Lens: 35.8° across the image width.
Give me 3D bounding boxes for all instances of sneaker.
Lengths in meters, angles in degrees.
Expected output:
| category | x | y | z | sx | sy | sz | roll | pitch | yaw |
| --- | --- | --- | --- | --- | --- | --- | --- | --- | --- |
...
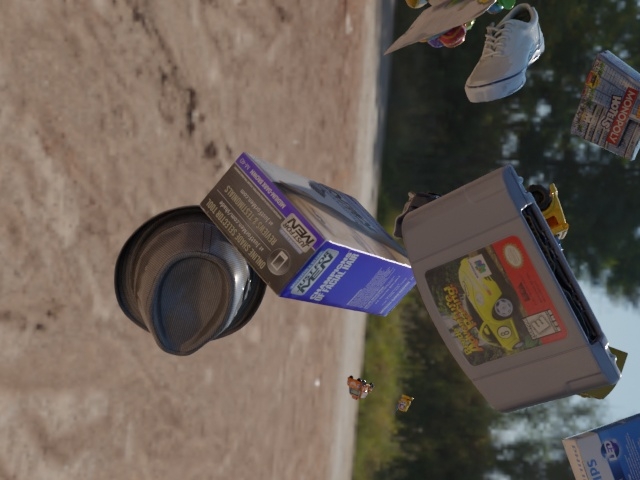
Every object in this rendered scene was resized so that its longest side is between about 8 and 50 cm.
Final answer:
| category | x | y | z | sx | sy | sz | roll | pitch | yaw |
| --- | --- | --- | --- | --- | --- | --- | --- | --- | --- |
| sneaker | 0.215 | -0.003 | 1.655 | 0.086 | 0.163 | 0.226 | -65 | 146 | -27 |
| sneaker | 0.286 | -0.301 | 1.576 | 0.258 | 0.094 | 0.091 | -53 | 129 | -49 |

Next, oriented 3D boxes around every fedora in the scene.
| category | x | y | z | sx | sy | sz | roll | pitch | yaw |
| --- | --- | --- | --- | --- | --- | --- | --- | --- | --- |
| fedora | -0.205 | 0.084 | 1.551 | 0.124 | 0.244 | 0.275 | -96 | -150 | -60 |

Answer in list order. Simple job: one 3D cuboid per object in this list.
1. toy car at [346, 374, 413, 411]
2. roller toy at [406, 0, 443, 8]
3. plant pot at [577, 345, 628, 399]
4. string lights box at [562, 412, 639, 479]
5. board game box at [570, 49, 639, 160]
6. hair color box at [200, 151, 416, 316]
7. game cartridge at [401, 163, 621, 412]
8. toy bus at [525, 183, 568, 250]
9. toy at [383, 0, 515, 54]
| category | x | y | z | sx | sy | sz | roll | pitch | yaw |
| --- | --- | --- | --- | --- | --- | --- | --- | --- | --- |
| toy car | 0.105 | 0.289 | 1.834 | 0.060 | 0.122 | 0.040 | 37 | 73 | -73 |
| roller toy | 0.269 | -0.527 | 1.886 | 0.191 | 0.146 | 0.209 | -29 | 162 | -45 |
| plant pot | 0.427 | 0.208 | 1.581 | 0.081 | 0.081 | 0.083 | -10 | -117 | 62 |
| string lights box | 0.566 | 0.365 | 1.706 | 0.077 | 0.260 | 0.133 | 115 | -42 | -80 |
| board game box | 0.637 | -0.268 | 2.060 | 0.060 | 0.194 | 0.194 | -24 | 137 | -50 |
| hair color box | 0.000 | 0.000 | 1.425 | 0.110 | 0.185 | 0.339 | -50 | 154 | 14 |
| game cartridge | 0.226 | 0.071 | 1.245 | 0.060 | 0.196 | 0.294 | -28 | 91 | -44 |
| toy bus | 0.559 | -0.022 | 2.667 | 0.149 | 0.220 | 0.211 | 64 | 5 | -76 |
| toy | 0.224 | -0.356 | 1.620 | 0.137 | 0.056 | 0.237 | -49 | -161 | -30 |
